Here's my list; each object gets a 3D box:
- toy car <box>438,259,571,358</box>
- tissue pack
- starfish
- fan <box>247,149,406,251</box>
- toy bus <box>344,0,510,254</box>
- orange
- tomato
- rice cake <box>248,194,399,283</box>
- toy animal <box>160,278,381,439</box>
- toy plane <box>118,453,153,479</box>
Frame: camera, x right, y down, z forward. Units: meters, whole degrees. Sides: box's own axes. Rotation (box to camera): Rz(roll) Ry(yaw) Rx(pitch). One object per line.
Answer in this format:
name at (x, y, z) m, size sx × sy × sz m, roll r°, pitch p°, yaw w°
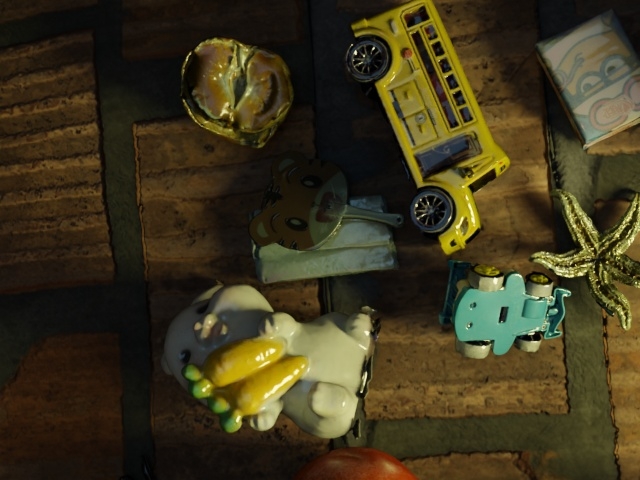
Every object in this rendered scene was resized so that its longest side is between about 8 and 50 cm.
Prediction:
toy car at (0.247, 0.082, 1.206) m, size 0.161 × 0.098 × 0.126 m, roll -2°, pitch 115°, yaw -15°
tissue pack at (0.375, -0.218, 1.197) m, size 0.115 × 0.065 × 0.155 m, roll -25°, pitch 83°, yaw 12°
starfish at (0.387, 0.007, 1.188) m, size 0.208 × 0.053 × 0.176 m, roll 40°, pitch 85°, yaw 3°
fan at (0.012, -0.045, 1.253) m, size 0.226 × 0.008 × 0.153 m, roll 12°, pitch 75°, yaw 22°
toy bus at (0.153, -0.152, 1.200) m, size 0.151 × 0.145 × 0.331 m, roll -23°, pitch 81°, yaw 9°
orange at (-0.121, -0.218, 1.282) m, size 0.160 × 0.112 × 0.170 m, roll -24°, pitch 106°, yaw -1°
tomato at (0.061, 0.375, 1.158) m, size 0.188 × 0.232 × 0.232 m, roll -34°, pitch 80°, yaw -14°
rice cake at (0.000, 0.000, 1.278) m, size 0.211 × 0.038 × 0.124 m, roll -12°, pitch 81°, yaw 13°
toy animal at (-0.081, 0.156, 1.195) m, size 0.309 × 0.247 × 0.183 m, roll 10°, pitch 86°, yaw 6°
toy plane at (-0.263, 0.423, 1.306) m, size 0.078 × 0.053 × 0.197 m, roll -22°, pitch 78°, yaw 1°
